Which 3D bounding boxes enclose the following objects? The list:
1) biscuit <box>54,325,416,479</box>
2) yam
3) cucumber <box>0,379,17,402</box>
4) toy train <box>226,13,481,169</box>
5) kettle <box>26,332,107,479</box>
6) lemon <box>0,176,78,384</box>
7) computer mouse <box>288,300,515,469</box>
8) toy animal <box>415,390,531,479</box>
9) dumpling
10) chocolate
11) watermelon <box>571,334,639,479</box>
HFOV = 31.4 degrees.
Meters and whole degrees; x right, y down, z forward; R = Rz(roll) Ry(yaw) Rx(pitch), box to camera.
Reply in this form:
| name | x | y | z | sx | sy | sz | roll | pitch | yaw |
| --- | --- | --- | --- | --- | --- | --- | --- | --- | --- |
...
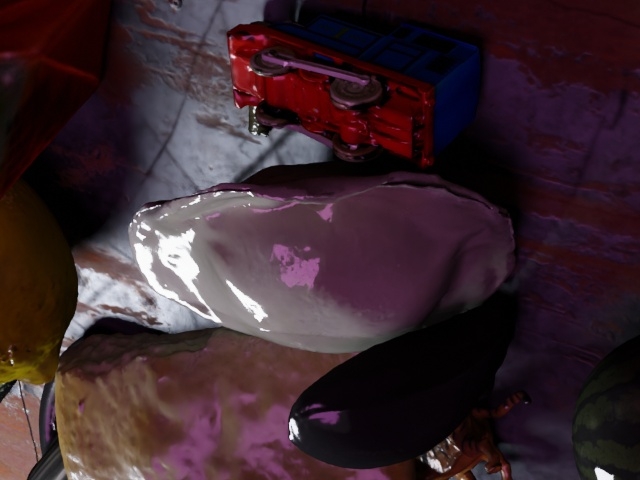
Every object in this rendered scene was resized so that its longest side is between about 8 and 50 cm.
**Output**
| name | x | y | z | sx | sy | sz | roll | pitch | yaw |
| --- | --- | --- | --- | --- | --- | --- | --- | --- | --- |
| biscuit | -0.103 | 0.286 | 1.256 | 0.429 | 0.104 | 0.446 | 0 | 95 | 18 |
| yam | -0.055 | -0.148 | 1.094 | 0.033 | 0.027 | 0.129 | 19 | 133 | 18 |
| cucumber | -0.442 | 0.179 | 1.557 | 0.067 | 0.067 | 0.245 | 41 | 136 | -4 |
| toy train | 0.026 | -0.138 | 0.992 | 0.204 | 0.131 | 0.083 | 24 | 139 | 28 |
| kettle | -0.247 | 0.275 | 1.461 | 0.207 | 0.251 | 0.271 | 17 | 128 | -27 |
| lemon | -0.408 | 0.040 | 1.304 | 0.245 | 0.245 | 0.320 | -16 | 114 | 38 |
| computer mouse | 0.094 | 0.150 | 1.076 | 0.086 | 0.269 | 0.137 | 51 | 139 | 26 |
| toy animal | 0.157 | 0.219 | 1.228 | 0.255 | 0.114 | 0.116 | -48 | 56 | 41 |
| dumpling | -0.003 | -0.001 | 1.047 | 0.341 | 0.181 | 0.260 | 25 | 156 | 12 |
| chocolate | -0.421 | -0.160 | 1.090 | 0.360 | 0.341 | 0.161 | 21 | 143 | 13 |
| watermelon | 0.326 | 0.177 | 1.002 | 0.212 | 0.212 | 0.212 | 16 | 131 | 19 |
